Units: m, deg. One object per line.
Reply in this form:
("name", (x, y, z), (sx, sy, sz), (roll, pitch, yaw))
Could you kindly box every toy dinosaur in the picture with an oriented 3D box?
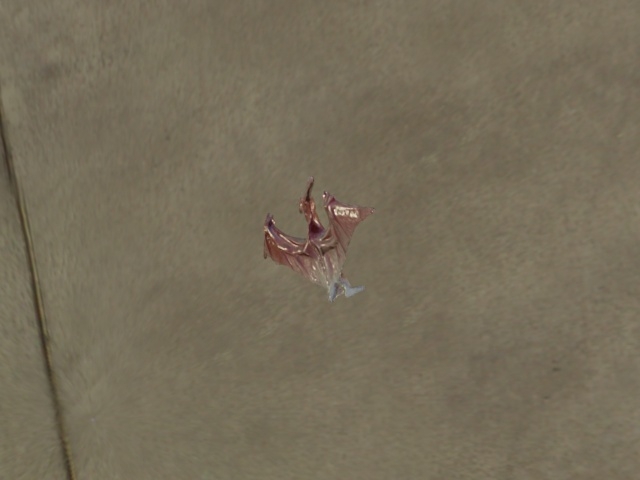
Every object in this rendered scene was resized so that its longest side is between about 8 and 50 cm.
("toy dinosaur", (-0.001, 0.001, 1.019), (0.032, 0.220, 0.108), (-26, 93, -31))
